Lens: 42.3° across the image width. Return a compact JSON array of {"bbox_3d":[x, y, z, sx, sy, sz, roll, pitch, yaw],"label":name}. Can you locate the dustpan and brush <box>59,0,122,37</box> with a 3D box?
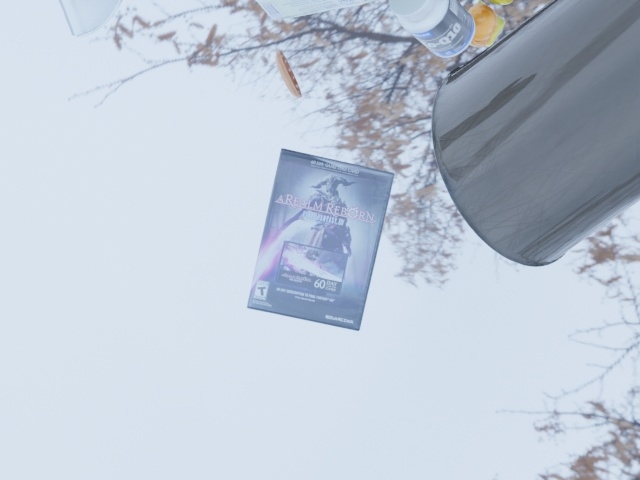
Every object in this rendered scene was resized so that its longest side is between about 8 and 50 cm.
[{"bbox_3d":[-0.326,-0.407,1.268,0.211,0.060,0.147,-15,-74,13],"label":"dustpan and brush"}]

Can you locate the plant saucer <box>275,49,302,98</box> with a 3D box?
[{"bbox_3d":[-0.053,-0.266,1.329,0.013,0.083,0.083,-23,-80,8],"label":"plant saucer"}]

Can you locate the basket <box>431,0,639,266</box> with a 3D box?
[{"bbox_3d":[0.209,-0.114,0.552,0.154,0.227,0.204,41,-137,-13],"label":"basket"}]

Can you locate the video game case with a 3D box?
[{"bbox_3d":[0.000,0.000,1.390,0.196,0.026,0.274,12,-84,-4],"label":"video game case"}]

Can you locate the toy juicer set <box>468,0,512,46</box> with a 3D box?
[{"bbox_3d":[0.314,-0.465,1.351,0.089,0.209,0.329,34,-63,6],"label":"toy juicer set"}]

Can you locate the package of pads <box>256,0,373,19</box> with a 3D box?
[{"bbox_3d":[0.062,-0.425,1.121,0.296,0.229,0.101,-50,-59,-21],"label":"package of pads"}]

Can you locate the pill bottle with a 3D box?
[{"bbox_3d":[0.157,-0.318,1.167,0.137,0.078,0.078,19,-94,-54],"label":"pill bottle"}]
